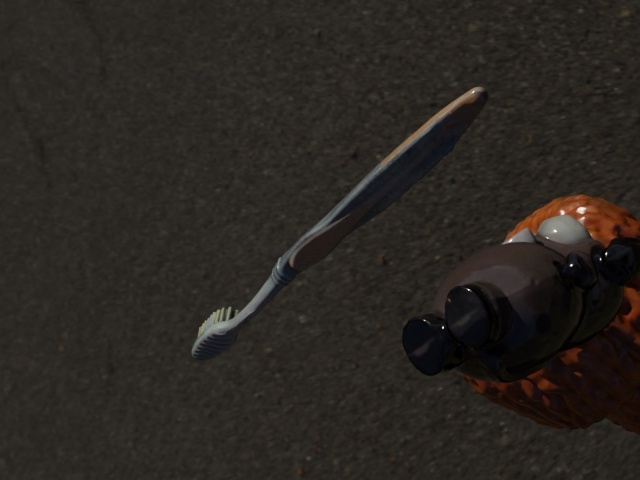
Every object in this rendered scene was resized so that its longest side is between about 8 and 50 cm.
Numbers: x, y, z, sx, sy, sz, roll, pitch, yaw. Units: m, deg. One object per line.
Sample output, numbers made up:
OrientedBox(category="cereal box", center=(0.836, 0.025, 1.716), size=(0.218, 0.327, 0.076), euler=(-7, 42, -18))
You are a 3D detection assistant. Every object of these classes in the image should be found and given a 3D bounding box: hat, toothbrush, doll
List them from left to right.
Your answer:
OrientedBox(category="toothbrush", center=(0.000, 0.000, 0.819), size=(0.375, 0.028, 0.037), euler=(-42, 27, 39))
OrientedBox(category="doll", center=(0.185, 0.057, 0.957), size=(0.182, 0.257, 0.117), euler=(-38, 78, 43))
OrientedBox(category="hat", center=(0.358, 0.153, 1.219), size=(0.400, 0.285, 0.285), euler=(40, 121, -4))
